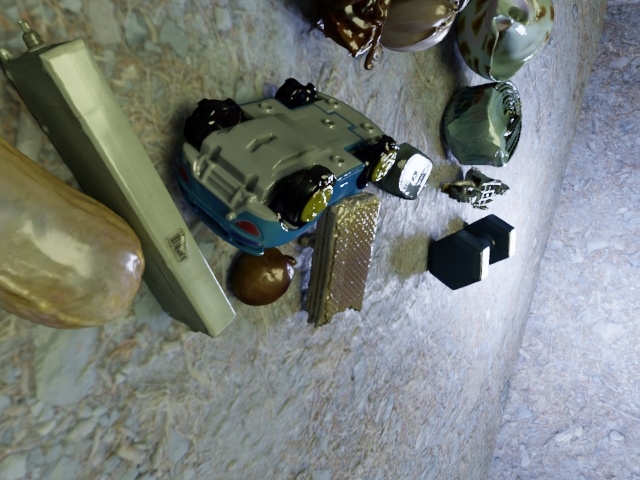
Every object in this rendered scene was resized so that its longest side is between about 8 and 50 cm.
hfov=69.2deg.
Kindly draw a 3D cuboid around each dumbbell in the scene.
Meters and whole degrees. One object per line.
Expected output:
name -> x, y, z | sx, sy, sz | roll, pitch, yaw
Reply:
dumbbell -> 0.434, 0.026, 1.306 | 0.325, 0.160, 0.144 | -21, 84, -50

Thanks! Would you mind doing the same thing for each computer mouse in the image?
computer mouse -> 0.177, -0.149, 0.987 | 0.113, 0.068, 0.229 | -63, 156, 9

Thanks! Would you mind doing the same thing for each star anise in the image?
star anise -> 0.032, -0.382, 0.656 | 0.126, 0.190, 0.220 | -36, 162, -4

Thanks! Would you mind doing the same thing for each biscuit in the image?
biscuit -> 0.034, 0.033, 0.803 | 0.108, 0.062, 0.238 | -14, 122, -39

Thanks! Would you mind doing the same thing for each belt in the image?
belt -> 0.431, -0.306, 1.212 | 0.257, 0.150, 0.207 | -44, 123, -38

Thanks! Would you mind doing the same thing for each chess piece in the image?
chess piece -> 0.000, 0.000, 0.819 | 0.092, 0.035, 0.035 | -4, 102, -48

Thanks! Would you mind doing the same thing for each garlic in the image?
garlic -> 0.148, -0.389, 0.782 | 0.207, 0.256, 0.207 | -7, 122, -11

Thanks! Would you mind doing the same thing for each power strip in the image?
power strip -> -0.197, -0.039, 0.486 | 0.043, 0.106, 0.367 | -46, 133, -33

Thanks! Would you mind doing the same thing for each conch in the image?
conch -> 0.448, -0.510, 1.143 | 0.368, 0.197, 0.249 | 2, 109, -47

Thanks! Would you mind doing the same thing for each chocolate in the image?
chocolate -> -0.272, -0.016, 0.373 | 0.309, 0.134, 0.134 | 50, 59, -47

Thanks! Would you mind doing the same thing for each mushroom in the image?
mushroom -> -0.073, 0.043, 0.701 | 0.129, 0.073, 0.088 | -30, 92, -48

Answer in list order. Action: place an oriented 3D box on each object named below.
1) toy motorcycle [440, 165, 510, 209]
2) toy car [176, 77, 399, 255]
toy motorcycle -> 0.412, -0.145, 1.272 | 0.229, 0.130, 0.094 | -13, 131, -37
toy car -> -0.037, -0.099, 0.632 | 0.314, 0.198, 0.166 | -36, 159, -47
